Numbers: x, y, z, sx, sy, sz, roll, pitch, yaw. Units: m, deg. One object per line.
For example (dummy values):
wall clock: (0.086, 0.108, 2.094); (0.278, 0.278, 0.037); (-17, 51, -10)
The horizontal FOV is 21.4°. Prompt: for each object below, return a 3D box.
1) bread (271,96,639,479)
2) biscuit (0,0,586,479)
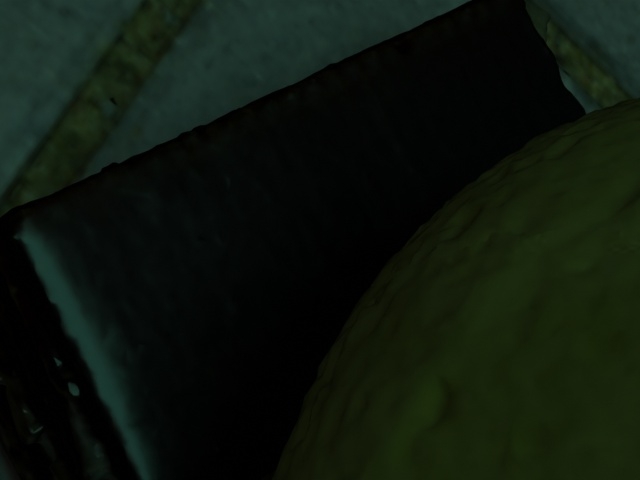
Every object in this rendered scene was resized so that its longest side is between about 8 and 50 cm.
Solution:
bread: (0.121, 0.115, 0.486); (0.320, 0.237, 0.321); (6, 90, -66)
biscuit: (0.000, 0.000, 0.563); (0.252, 0.070, 0.106); (-30, 93, -38)
